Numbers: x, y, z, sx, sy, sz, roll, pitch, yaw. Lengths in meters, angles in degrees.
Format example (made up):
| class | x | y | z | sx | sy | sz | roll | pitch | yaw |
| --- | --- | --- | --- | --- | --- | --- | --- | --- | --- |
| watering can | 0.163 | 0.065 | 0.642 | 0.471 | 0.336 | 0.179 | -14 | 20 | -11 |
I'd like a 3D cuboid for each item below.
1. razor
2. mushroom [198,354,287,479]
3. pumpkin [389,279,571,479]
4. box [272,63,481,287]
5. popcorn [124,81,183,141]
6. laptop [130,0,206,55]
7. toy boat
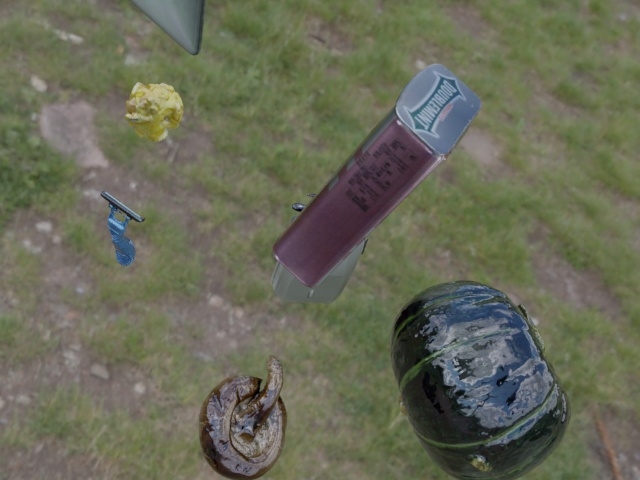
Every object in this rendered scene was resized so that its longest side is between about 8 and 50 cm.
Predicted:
| class | x | y | z | sx | sy | sz | roll | pitch | yaw |
| --- | --- | --- | --- | --- | --- | --- | --- | --- | --- |
| razor | -0.336 | -0.007 | 1.735 | 0.082 | 0.253 | 0.042 | 35 | 71 | 4 |
| mushroom | -0.097 | 0.231 | 1.362 | 0.080 | 0.171 | 0.135 | 14 | -18 | 48 |
| pumpkin | 0.234 | 0.212 | 1.561 | 0.323 | 0.241 | 0.323 | 61 | 10 | -19 |
| box | 0.049 | -0.056 | 0.968 | 0.069 | 0.224 | 0.120 | 41 | 43 | -1 |
| popcorn | -0.231 | -0.184 | 1.397 | 0.084 | 0.084 | 0.084 | 18 | 38 | -15 |
| laptop | -0.122 | -0.259 | 0.611 | 0.015 | 0.269 | 0.187 | -34 | 66 | -31 |
| toy boat | -0.001 | 0.008 | 1.721 | 0.140 | 0.269 | 0.141 | 7 | 49 | -8 |
